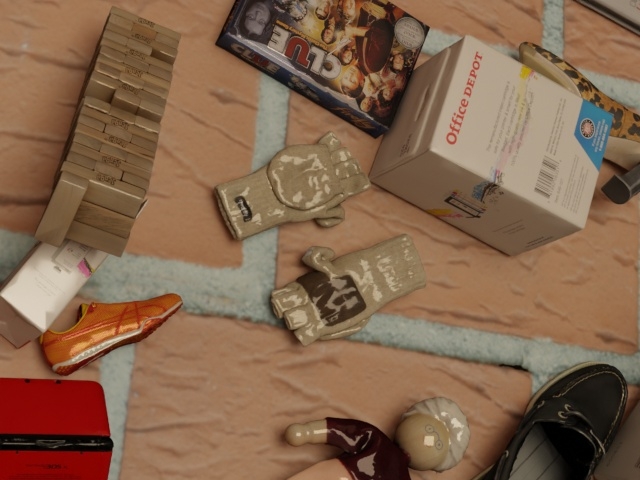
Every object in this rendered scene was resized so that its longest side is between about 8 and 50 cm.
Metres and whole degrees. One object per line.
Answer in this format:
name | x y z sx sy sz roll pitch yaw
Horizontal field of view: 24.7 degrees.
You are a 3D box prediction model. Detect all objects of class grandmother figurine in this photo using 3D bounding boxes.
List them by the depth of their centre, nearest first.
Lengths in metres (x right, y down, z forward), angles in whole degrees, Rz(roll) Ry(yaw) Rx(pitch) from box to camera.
grandmother figurine | 0.039 0.296 1.716 0.342 0.104 0.208 -31 101 -25

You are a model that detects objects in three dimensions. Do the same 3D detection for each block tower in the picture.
block tower | -0.226 -0.121 1.602 0.097 0.091 0.335 21 38 -12

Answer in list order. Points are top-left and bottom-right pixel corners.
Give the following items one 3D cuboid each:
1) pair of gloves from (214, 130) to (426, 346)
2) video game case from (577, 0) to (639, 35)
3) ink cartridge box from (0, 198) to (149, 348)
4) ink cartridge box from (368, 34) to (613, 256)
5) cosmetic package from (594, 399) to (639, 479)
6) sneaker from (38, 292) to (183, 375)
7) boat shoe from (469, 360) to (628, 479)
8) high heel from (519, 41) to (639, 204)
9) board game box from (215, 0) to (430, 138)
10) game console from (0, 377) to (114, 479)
pair of gloves | 0.000 0.000 1.798 0.204 0.042 0.240 -30 90 -25
video game case | 0.474 -0.459 2.135 0.300 0.036 0.329 24 68 -19
ink cartridge box | -0.283 0.018 1.616 0.067 0.115 0.198 42 63 -10
ink cartridge box | 0.215 -0.116 1.855 0.232 0.168 0.171 27 67 -18
cosmetic package | 0.635 0.296 1.838 0.393 0.329 0.327 39 78 -13
sneaker | -0.234 0.090 1.653 0.175 0.064 0.067 -22 78 -31
boat shoe | 0.295 0.268 1.834 0.340 0.113 0.127 -35 94 -28
high heel | 0.385 -0.182 2.017 0.186 0.093 0.261 -30 83 -46
board game box | 0.006 -0.260 1.860 0.243 0.042 0.165 29 68 -17
game console | -0.309 0.225 1.612 0.144 0.085 0.124 5 107 -24
